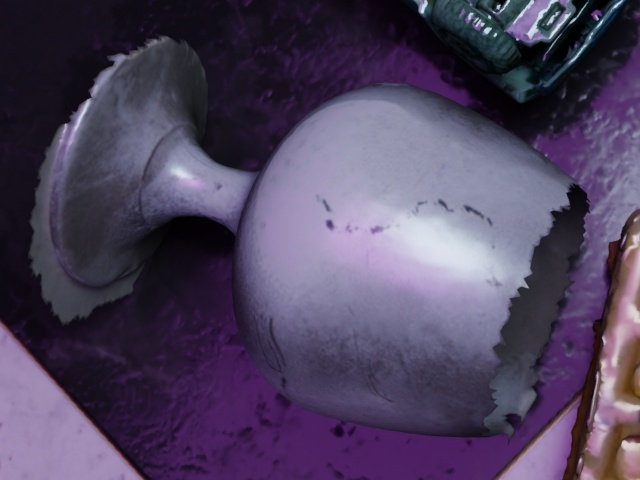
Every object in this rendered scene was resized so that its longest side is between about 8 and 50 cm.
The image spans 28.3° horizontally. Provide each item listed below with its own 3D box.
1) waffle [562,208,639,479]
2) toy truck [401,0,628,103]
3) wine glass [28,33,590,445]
[{"bbox_3d":[0.275,0.183,0.818,0.261,0.114,0.376,15,86,13],"label":"waffle"},{"bbox_3d":[0.088,-0.227,0.889,0.279,0.156,0.155,39,92,13],"label":"toy truck"},{"bbox_3d":[0.000,0.000,0.846,0.323,0.238,0.238,21,87,22],"label":"wine glass"}]
